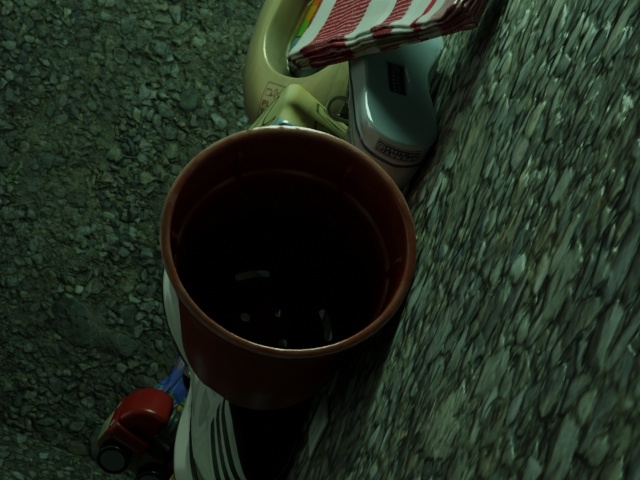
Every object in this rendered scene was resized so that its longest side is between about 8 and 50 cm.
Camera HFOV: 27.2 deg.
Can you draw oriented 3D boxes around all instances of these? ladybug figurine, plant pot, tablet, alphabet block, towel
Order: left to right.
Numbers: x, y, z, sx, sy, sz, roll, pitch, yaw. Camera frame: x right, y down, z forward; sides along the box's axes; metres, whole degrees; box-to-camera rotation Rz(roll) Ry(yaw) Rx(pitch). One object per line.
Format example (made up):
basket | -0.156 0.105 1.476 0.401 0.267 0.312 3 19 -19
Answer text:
plant pot | -0.052 0.054 1.499 0.265 0.272 0.272 109 -179 -62
alphabet block | -0.033 -0.068 1.794 0.192 0.193 0.197 -44 13 18
tablet | -0.003 0.218 1.556 0.083 0.006 0.054 -89 23 -75
ladybug figurine | 0.038 -0.337 2.180 0.305 0.162 0.449 24 85 41
towel | 0.109 -0.334 1.676 0.329 0.037 0.237 -7 49 48

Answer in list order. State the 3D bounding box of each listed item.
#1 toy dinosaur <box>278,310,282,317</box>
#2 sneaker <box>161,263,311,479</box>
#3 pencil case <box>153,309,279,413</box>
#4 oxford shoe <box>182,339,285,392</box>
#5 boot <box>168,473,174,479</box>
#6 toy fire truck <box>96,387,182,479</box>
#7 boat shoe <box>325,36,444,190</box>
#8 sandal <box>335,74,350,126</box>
toy dinosaur | -0.040 0.065 2.016 0.112 0.064 0.211 99 153 -60
sneaker | -0.089 0.125 1.757 0.257 0.169 0.447 -38 51 56
pencil case | -0.192 0.197 2.456 0.119 0.133 0.306 31 88 41
oxford shoe | -0.158 0.197 2.177 0.130 0.169 0.449 -55 -5 -18
boot | -0.169 0.355 2.045 0.262 0.095 0.203 -98 32 -75
toy fire truck | -0.238 0.334 2.267 0.246 0.217 0.158 -49 12 21
boat shoe | 0.084 -0.172 1.745 0.367 0.136 0.156 -90 19 -50
sandal | 0.073 -0.168 1.947 0.303 0.120 0.086 -65 -21 3
